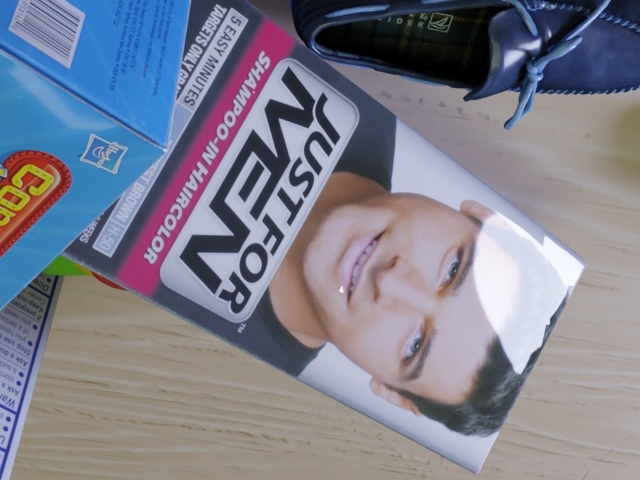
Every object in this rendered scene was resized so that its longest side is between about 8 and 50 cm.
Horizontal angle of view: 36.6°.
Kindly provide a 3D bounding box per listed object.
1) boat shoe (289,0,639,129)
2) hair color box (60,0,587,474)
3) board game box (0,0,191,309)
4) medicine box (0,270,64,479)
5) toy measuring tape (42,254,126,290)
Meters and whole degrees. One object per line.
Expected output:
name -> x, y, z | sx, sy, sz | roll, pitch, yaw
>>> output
boat shoe -> 0.107, -0.124, 0.647 | 0.259, 0.089, 0.109 | 3, 134, -1
hair color box -> 0.000, 0.000, 0.677 | 0.374, 0.114, 0.185 | 32, 83, -31
board game box -> -0.193, -0.082, 0.541 | 0.086, 0.308, 0.302 | 33, 127, -29
medicine box -> -0.344, 0.053, 0.683 | 0.263, 0.289, 0.149 | 36, 124, -29
toy measuring tape -> -0.078, -0.023, 0.740 | 0.330, 0.121, 0.121 | 1, 135, -12
